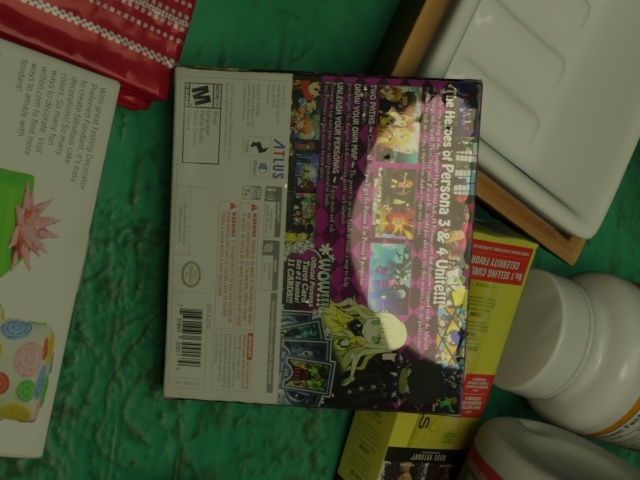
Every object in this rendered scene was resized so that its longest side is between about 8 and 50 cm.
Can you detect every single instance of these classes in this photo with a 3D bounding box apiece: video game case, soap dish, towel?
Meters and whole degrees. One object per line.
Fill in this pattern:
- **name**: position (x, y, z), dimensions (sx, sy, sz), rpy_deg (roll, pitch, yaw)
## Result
- **video game case**: position (0.000, 0.000, 0.794), dimensions (0.210, 0.042, 0.232), rpy_deg (3, 96, 3)
- **soap dish**: position (0.166, -0.160, 0.922), dimensions (0.229, 0.118, 0.291), rpy_deg (33, 74, -28)
- **towel**: position (-0.158, -0.245, 0.771), dimensions (0.198, 0.031, 0.275), rpy_deg (20, 79, -29)

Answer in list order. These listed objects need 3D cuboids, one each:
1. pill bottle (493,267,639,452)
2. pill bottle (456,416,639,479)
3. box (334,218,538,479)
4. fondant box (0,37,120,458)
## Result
- **pill bottle**: position (0.255, 0.104, 0.971), dimensions (0.245, 0.136, 0.136), rpy_deg (20, 81, -30)
- **pill bottle**: position (0.139, 0.290, 0.855), dimensions (0.161, 0.161, 0.283), rpy_deg (16, 101, -31)
- **box**: position (0.086, 0.097, 0.877), dimensions (0.087, 0.058, 0.232), rpy_deg (10, 102, -32)
- **fondant box**: position (-0.286, -0.019, 0.620), dimensions (0.330, 0.096, 0.238), rpy_deg (16, 83, -43)
